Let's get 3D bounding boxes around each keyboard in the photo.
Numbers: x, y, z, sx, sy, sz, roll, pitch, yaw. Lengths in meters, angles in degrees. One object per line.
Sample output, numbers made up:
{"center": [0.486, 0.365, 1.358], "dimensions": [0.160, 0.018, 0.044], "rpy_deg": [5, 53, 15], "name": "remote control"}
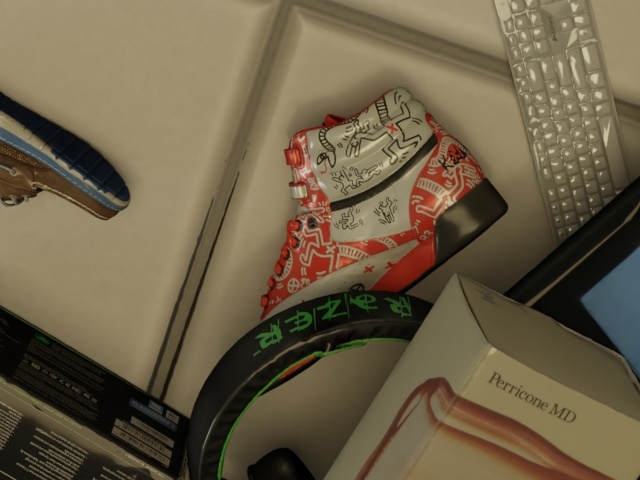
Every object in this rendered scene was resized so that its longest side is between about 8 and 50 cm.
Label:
{"center": [0.192, -0.104, 1.363], "dimensions": [0.072, 0.014, 0.256], "rpy_deg": [-15, 104, 4], "name": "keyboard"}

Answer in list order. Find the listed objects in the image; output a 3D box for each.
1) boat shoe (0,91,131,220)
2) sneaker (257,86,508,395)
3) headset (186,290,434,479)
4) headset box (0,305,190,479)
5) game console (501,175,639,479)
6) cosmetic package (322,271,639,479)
{"center": [-0.233, -0.063, 1.354], "dimensions": [0.183, 0.066, 0.066], "rpy_deg": [34, 107, 2], "name": "boat shoe"}
{"center": [0.001, -0.001, 1.358], "dimensions": [0.270, 0.090, 0.145], "rpy_deg": [-39, 85, 19], "name": "sneaker"}
{"center": [0.038, 0.229, 1.345], "dimensions": [0.243, 0.185, 0.394], "rpy_deg": [-14, 124, -9], "name": "headset"}
{"center": [-0.278, 0.215, 1.386], "dimensions": [0.246, 0.131, 0.283], "rpy_deg": [31, 102, -8], "name": "headset box"}
{"center": [0.327, 0.080, 1.321], "dimensions": [0.386, 0.060, 0.342], "rpy_deg": [-41, 116, -2], "name": "game console"}
{"center": [0.087, 0.193, 1.212], "dimensions": [0.153, 0.129, 0.296], "rpy_deg": [25, 106, -15], "name": "cosmetic package"}
